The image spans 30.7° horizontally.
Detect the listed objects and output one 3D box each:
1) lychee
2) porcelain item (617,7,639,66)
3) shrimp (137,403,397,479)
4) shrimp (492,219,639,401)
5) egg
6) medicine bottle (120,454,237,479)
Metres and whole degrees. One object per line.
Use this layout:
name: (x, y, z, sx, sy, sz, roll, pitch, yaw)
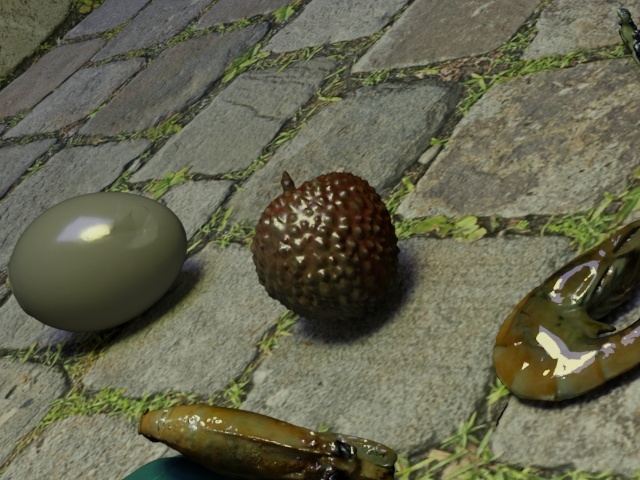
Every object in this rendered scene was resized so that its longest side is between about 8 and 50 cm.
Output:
lychee: (0.000, 0.000, 1.256, 0.165, 0.165, 0.197, -37, 69, -10)
porcelain item: (0.368, -0.245, 1.384, 0.021, 0.075, 0.136, -25, 28, 15)
shrimp: (-0.045, 0.191, 1.031, 0.253, 0.173, 0.058, 10, 74, 19)
shrimp: (0.261, 0.049, 1.028, 0.254, 0.059, 0.145, -35, 30, -5)
egg: (-0.281, 0.025, 1.496, 0.232, 0.176, 0.176, -16, 30, 16)
medicine bottle: (-0.099, 0.258, 1.024, 0.258, 0.079, 0.124, 4, 36, 48)
